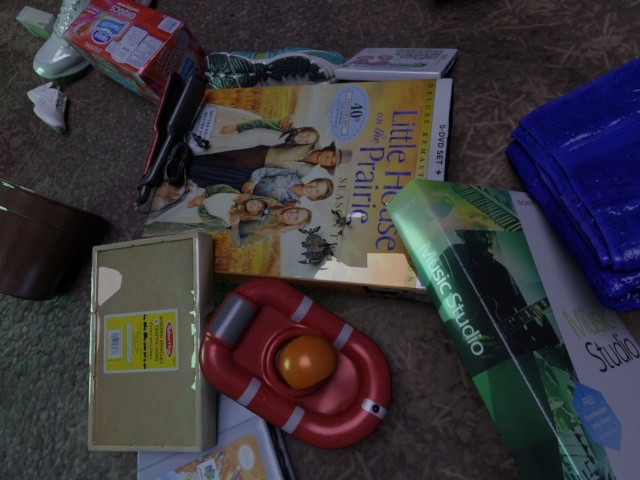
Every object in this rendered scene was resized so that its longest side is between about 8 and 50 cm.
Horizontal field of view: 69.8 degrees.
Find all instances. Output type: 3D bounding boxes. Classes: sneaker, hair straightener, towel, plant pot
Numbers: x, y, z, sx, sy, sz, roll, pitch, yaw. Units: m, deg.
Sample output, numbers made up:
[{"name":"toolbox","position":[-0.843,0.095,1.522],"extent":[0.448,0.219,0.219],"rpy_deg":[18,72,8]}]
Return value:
[{"name":"sneaker","position":[-0.505,-0.477,0.962],"extent":[0.305,0.152,0.114],"rpy_deg":[-46,65,-3]},{"name":"hair straightener","position":[-0.212,-0.143,0.670],"extent":[0.089,0.047,0.230],"rpy_deg":[10,73,20]},{"name":"towel","position":[0.339,-0.087,0.480],"extent":[0.228,0.076,0.308],"rpy_deg":[-30,33,23]},{"name":"sneaker","position":[-0.558,-0.281,0.953],"extent":[0.061,0.053,0.152],"rpy_deg":[-38,62,-3]},{"name":"sneaker","position":[-0.083,-0.283,0.793],"extent":[0.276,0.107,0.110],"rpy_deg":[12,41,27]},{"name":"plant pot","position":[-0.477,0.003,0.759],"extent":[0.167,0.167,0.165],"rpy_deg":[19,84,23]}]

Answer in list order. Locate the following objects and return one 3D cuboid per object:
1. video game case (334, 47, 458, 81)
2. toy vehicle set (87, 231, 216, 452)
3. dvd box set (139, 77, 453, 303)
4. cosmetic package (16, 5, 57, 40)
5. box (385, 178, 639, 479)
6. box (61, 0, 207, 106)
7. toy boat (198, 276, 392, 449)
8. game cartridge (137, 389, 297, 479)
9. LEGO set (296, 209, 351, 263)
[{"name":"video game case","position":[0.120,-0.274,0.711],"extent":[0.157,0.019,0.143],"rpy_deg":[10,37,22]},{"name":"toy vehicle set","position":[-0.219,0.130,0.595],"extent":[0.166,0.035,0.266],"rpy_deg":[-6,80,17]},{"name":"dvd box set","position":[-0.037,-0.082,0.654],"extent":[0.421,0.062,0.307],"rpy_deg":[4,70,18]},{"name":"cosmetic package","position":[-0.640,-0.497,1.064],"extent":[0.115,0.060,0.041],"rpy_deg":[26,79,26]},{"name":"box","position":[0.224,0.081,0.469],"extent":[0.058,0.233,0.321],"rpy_deg":[-49,53,40]},{"name":"box","position":[-0.348,-0.361,0.879],"extent":[0.257,0.122,0.128],"rpy_deg":[31,80,26]},{"name":"toy boat","position":[-0.020,0.140,0.523],"extent":[0.231,0.151,0.151],"rpy_deg":[33,73,-5]},{"name":"game cartridge","position":[-0.120,0.337,0.561],"extent":[0.198,0.062,0.297],"rpy_deg":[-25,63,2]},{"name":"LEGO set","position":[0.003,0.001,0.566],"extent":[0.083,0.023,0.054],"rpy_deg":[-30,66,-10]}]
